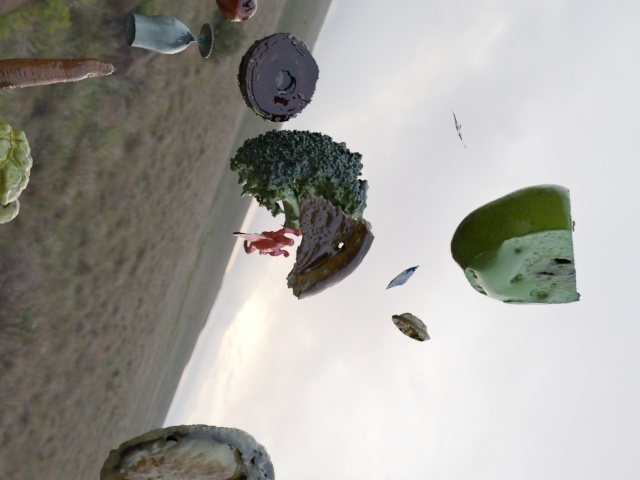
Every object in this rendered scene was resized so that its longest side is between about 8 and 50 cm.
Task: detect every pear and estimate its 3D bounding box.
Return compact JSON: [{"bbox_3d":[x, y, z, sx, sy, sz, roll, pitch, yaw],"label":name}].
[{"bbox_3d":[0.493,0.009,1.631,0.342,0.317,0.239,61,29,-47],"label":"pear"}]

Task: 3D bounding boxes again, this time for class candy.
[{"bbox_3d":[0.276,0.130,2.172,0.136,0.038,0.088,-25,164,-38],"label":"candy"}]

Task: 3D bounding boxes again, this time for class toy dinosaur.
[{"bbox_3d":[-0.165,0.001,1.547,0.286,0.138,0.070,-2,-98,53],"label":"toy dinosaur"}]

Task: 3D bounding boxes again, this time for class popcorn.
[{"bbox_3d":[-0.699,-0.164,1.262,0.235,0.250,0.242,-144,-106,-76],"label":"popcorn"}]

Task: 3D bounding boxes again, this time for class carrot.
[{"bbox_3d":[-0.531,-0.335,1.262,0.059,0.247,0.059,169,-90,-68],"label":"carrot"}]

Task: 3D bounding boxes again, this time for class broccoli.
[{"bbox_3d":[-0.043,-0.159,1.718,0.338,0.318,0.277,-23,-152,13],"label":"broccoli"}]

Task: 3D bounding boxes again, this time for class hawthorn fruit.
[{"bbox_3d":[-0.151,-0.434,1.159,0.077,0.077,0.077,-159,-90,-83],"label":"hawthorn fruit"}]

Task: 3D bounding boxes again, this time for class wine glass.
[{"bbox_3d":[-0.377,-0.511,1.588,0.093,0.202,0.093,2,-87,56],"label":"wine glass"}]

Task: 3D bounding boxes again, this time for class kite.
[{"bbox_3d":[0.451,-0.363,2.080,0.156,0.011,0.139,-15,84,-82],"label":"kite"}]

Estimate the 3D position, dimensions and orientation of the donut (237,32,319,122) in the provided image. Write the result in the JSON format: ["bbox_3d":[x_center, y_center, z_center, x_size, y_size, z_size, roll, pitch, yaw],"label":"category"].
[{"bbox_3d":[-0.116,-0.424,1.673,0.089,0.235,0.235,25,-85,48],"label":"donut"}]

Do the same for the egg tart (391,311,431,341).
[{"bbox_3d":[0.267,0.243,1.836,0.049,0.128,0.129,-55,-177,-18],"label":"egg tart"}]

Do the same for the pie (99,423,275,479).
[{"bbox_3d":[-0.242,0.454,1.196,0.077,0.339,0.339,-100,-150,-55],"label":"pie"}]

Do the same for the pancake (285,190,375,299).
[{"bbox_3d":[0.000,0.000,1.592,0.266,0.245,0.057,-30,-164,-2],"label":"pancake"}]
